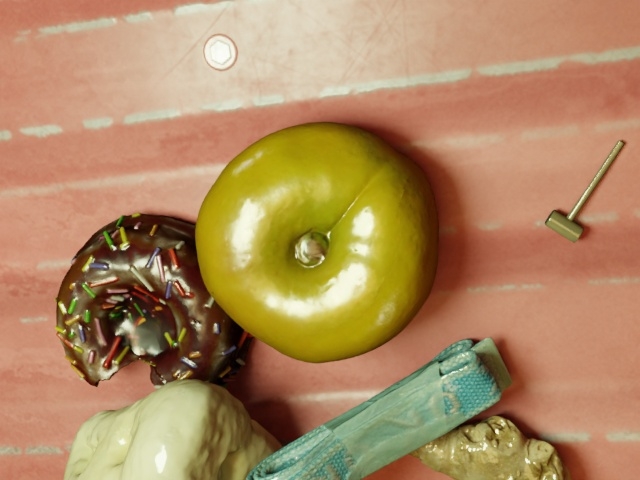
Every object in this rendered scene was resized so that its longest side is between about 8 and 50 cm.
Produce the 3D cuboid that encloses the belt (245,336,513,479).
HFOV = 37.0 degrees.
[{"bbox_3d":[0.063,0.199,0.983,0.302,0.087,0.072,-30,97,-10],"label":"belt"}]

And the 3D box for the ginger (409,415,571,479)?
[{"bbox_3d":[0.197,0.255,1.035,0.137,0.074,0.213,-41,87,22],"label":"ginger"}]

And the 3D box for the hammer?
[{"bbox_3d":[0.268,-0.052,0.952,0.035,0.019,0.110,32,109,4],"label":"hammer"}]

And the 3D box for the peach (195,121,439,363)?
[{"bbox_3d":[0.000,0.000,0.974,0.251,0.153,0.251,0,96,1],"label":"peach"}]

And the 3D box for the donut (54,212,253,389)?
[{"bbox_3d":[-0.188,0.082,1.069,0.230,0.096,0.216,27,111,6],"label":"donut"}]

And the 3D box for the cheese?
[{"bbox_3d":[-0.126,0.260,1.023,0.248,0.173,0.251,24,140,-20],"label":"cheese"}]
